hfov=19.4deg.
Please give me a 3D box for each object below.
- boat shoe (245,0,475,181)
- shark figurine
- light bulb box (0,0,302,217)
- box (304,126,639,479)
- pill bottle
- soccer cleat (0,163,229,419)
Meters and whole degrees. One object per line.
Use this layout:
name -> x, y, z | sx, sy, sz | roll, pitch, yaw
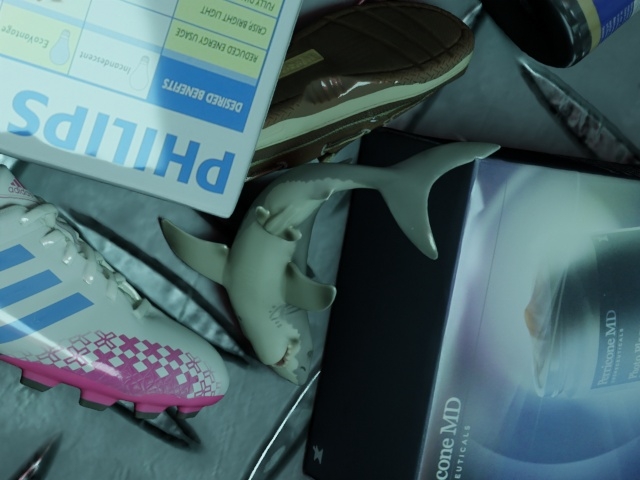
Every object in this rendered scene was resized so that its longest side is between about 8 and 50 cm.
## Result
boat shoe -> 0.001, -0.107, 1.421 | 0.257, 0.095, 0.095 | -19, 144, -28
shark figurine -> -0.002, -0.023, 1.389 | 0.166, 0.278, 0.116 | 41, 47, -1
light bulb box -> -0.194, -0.245, 1.196 | 0.358, 0.225, 0.361 | 16, 94, -30
box -> 0.174, 0.080, 1.487 | 0.294, 0.183, 0.296 | 6, 98, -27
pill bottle -> 0.234, -0.246, 1.478 | 0.219, 0.123, 0.123 | -41, 116, -14
soccer cleat -> -0.196, 0.030, 1.318 | 0.331, 0.116, 0.143 | 17, 93, -29
